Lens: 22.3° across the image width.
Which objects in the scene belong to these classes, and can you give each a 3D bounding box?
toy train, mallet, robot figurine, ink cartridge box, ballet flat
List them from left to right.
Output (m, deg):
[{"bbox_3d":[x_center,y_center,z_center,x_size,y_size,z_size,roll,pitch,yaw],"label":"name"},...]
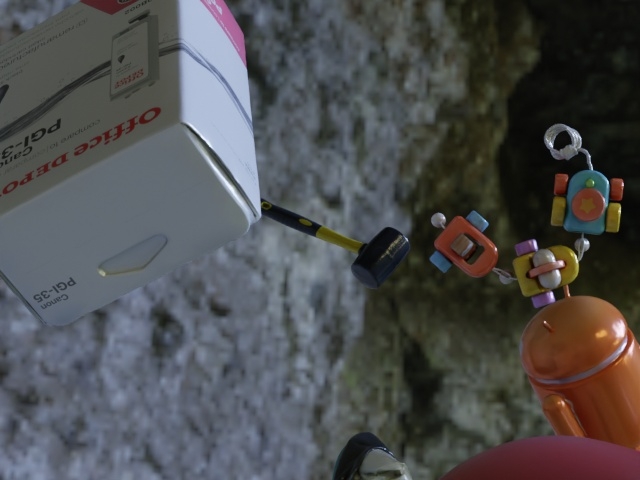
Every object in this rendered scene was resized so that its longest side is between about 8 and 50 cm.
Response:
[{"bbox_3d":[-0.168,-0.091,1.341,0.207,0.283,0.117,-26,-55,13],"label":"ink cartridge box"},{"bbox_3d":[0.000,0.000,1.688,0.190,0.062,0.039,16,-34,30],"label":"mallet"},{"bbox_3d":[0.049,0.288,1.706,0.096,0.280,0.095,-20,-72,29],"label":"ballet flat"},{"bbox_3d":[0.176,-0.016,1.363,0.166,0.125,0.046,-45,-7,3],"label":"toy train"},{"bbox_3d":[0.300,0.152,1.795,0.158,0.128,0.219,-32,-68,-9],"label":"robot figurine"}]

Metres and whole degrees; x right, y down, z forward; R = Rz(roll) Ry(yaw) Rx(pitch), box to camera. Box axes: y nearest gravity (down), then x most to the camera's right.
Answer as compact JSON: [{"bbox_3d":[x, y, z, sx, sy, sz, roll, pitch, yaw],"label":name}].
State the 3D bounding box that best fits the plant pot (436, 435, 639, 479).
[{"bbox_3d":[0.178,0.227,0.741,0.275,0.275,0.243,21,-14,-31],"label":"plant pot"}]
